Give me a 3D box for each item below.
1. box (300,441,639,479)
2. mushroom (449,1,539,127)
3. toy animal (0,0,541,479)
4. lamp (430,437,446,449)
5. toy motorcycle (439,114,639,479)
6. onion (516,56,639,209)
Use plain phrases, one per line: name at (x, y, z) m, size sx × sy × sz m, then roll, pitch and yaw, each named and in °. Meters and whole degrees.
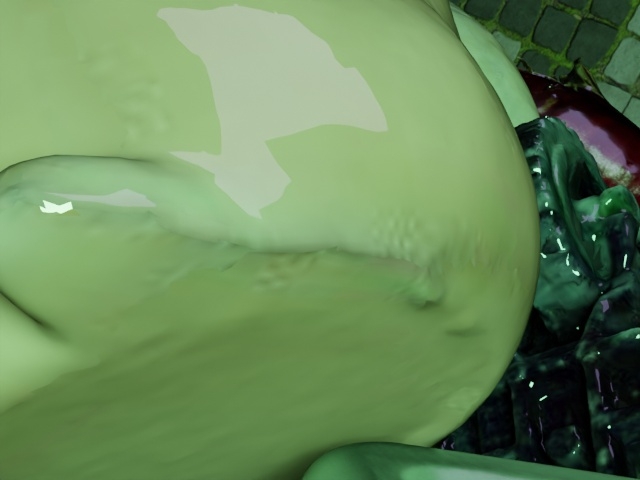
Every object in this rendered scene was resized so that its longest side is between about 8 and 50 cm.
box at (0.103, 0.122, 0.389) m, size 0.227 × 0.130 × 0.162 m, roll 11°, pitch 11°, yaw -18°
mushroom at (0.000, 0.000, 0.939) m, size 0.234 × 0.254 × 0.260 m, roll -15°, pitch 41°, yaw -9°
toy animal at (-0.053, -0.046, 0.467) m, size 0.213 × 0.195 × 0.256 m, roll 29°, pitch 41°, yaw -46°
lamp at (-0.001, 0.038, 0.739) m, size 0.185 × 0.161 × 0.161 m, roll 29°, pitch 5°, yaw -15°
toy motorcycle at (0.108, 0.091, 0.621) m, size 0.159 × 0.106 × 0.270 m, roll 44°, pitch 34°, yaw -43°
onion at (0.150, 0.018, 1.395) m, size 0.314 × 0.232 × 0.314 m, roll 39°, pitch -15°, yaw 13°
